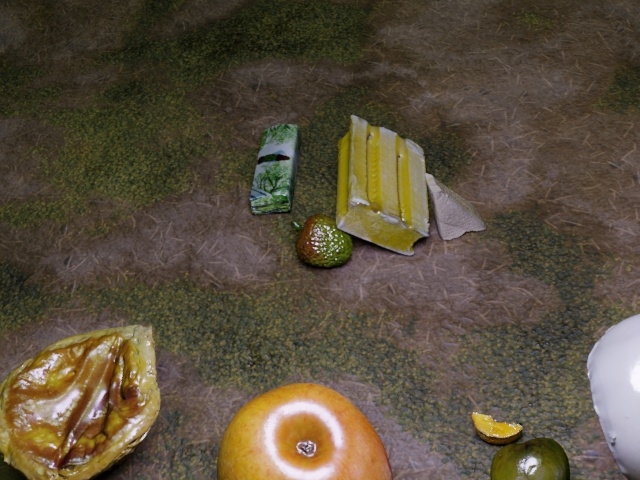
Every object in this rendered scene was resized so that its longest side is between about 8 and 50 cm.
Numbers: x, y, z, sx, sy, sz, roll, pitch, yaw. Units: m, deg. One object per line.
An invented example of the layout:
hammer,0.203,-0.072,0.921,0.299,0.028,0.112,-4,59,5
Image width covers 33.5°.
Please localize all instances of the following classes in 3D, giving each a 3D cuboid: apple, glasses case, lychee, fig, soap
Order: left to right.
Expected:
glasses case,-0.105,-0.172,2.526,0.095,0.062,0.272,-4,41,8
apple,-0.026,0.386,1.731,0.298,0.275,0.299,-2,43,2
lychee,0.000,0.000,2.272,0.146,0.114,0.114,23,49,9
soap,0.132,-0.123,2.341,0.199,0.091,0.315,22,38,-19
fig,0.351,0.408,1.734,0.132,0.127,0.185,1,37,-7

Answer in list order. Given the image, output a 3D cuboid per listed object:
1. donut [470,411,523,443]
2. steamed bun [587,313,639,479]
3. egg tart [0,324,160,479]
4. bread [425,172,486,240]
donut,0.313,0.333,1.889,0.083,0.038,0.067,-10,39,-6
steamed bun,0.600,0.246,1.713,0.309,0.309,0.309,-6,41,5
egg tart,-0.443,0.319,1.978,0.339,0.153,0.352,-18,42,-8
bread,0.288,-0.083,2.279,0.105,0.152,0.077,-19,42,-2
